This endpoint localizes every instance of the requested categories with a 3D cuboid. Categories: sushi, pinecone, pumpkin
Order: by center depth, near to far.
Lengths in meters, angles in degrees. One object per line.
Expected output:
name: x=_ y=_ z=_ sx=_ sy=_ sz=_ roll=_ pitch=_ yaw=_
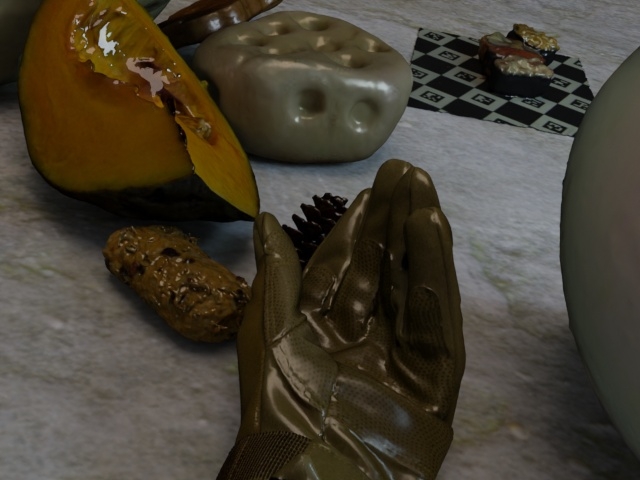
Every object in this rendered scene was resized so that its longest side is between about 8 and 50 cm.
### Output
pinecone: x=0.000 y=0.000 z=0.798 sx=0.077 sy=0.083 sz=0.077 roll=17 pitch=-9 yaw=3
pumpkin: x=-0.172 y=-0.099 z=0.879 sx=0.148 sy=0.169 sz=0.312 roll=-31 pitch=59 yaw=10
sushi: x=0.249 y=-0.236 z=1.252 sx=0.264 sy=0.050 sz=0.290 roll=11 pitch=33 yaw=2

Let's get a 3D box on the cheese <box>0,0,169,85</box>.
cheese: x=-0.246 y=-0.295 z=0.960 sx=0.351 sy=0.328 sz=0.129 roll=-32 pitch=93 yaw=-42

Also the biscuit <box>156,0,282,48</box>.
biscuit: x=-0.121 y=-0.286 z=1.172 sx=0.186 sy=0.044 sz=0.295 roll=-6 pitch=25 yaw=31

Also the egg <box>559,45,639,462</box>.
egg: x=0.335 y=0.060 z=0.576 sx=0.355 sy=0.354 sz=0.339 roll=7 pitch=51 yaw=-5

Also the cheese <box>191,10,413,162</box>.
cheese: x=-0.020 y=-0.170 z=1.016 sx=0.235 sy=0.117 sz=0.218 roll=13 pitch=32 yaw=6

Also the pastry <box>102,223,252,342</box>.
pastry: x=-0.111 y=0.033 z=0.740 sx=0.080 sy=0.056 sz=0.140 roll=-8 pitch=30 yaw=-38

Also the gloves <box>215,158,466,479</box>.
gloves: x=0.017 y=0.081 z=0.625 sx=0.154 sy=0.141 sz=0.331 roll=-7 pitch=38 yaw=21
